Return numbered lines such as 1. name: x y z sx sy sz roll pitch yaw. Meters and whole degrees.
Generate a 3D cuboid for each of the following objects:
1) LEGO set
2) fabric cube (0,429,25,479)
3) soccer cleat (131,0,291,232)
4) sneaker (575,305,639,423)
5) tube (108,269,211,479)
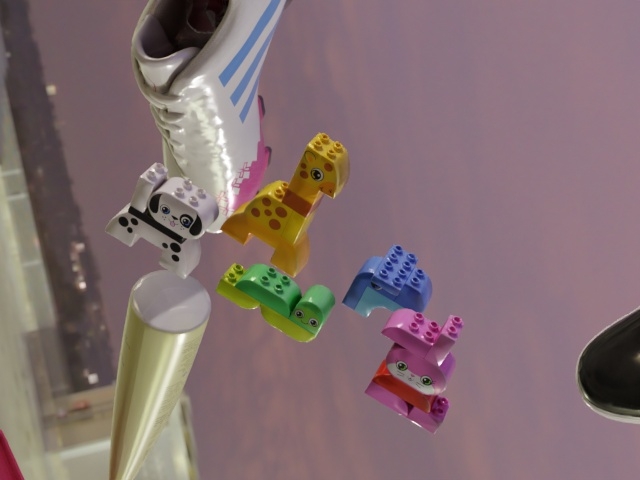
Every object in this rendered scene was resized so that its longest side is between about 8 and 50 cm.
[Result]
1. LEGO set: 0.000 0.000 0.659 0.087 0.227 0.093 -53 172 -52
2. fabric cube: -0.314 0.329 0.852 0.254 0.259 0.258 64 -22 13
3. soccer cleat: -0.111 -0.133 0.956 0.116 0.143 0.331 35 -47 26
4. sneaker: 0.232 0.037 0.594 0.121 0.217 0.079 44 37 -56
5. tube: -0.141 0.123 0.906 0.062 0.070 0.240 52 -37 27
